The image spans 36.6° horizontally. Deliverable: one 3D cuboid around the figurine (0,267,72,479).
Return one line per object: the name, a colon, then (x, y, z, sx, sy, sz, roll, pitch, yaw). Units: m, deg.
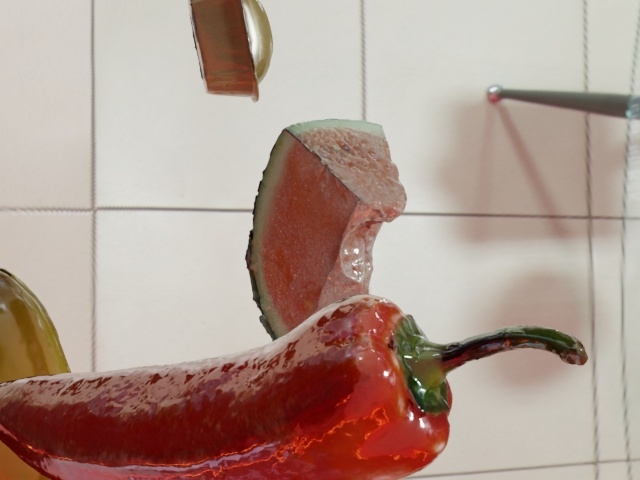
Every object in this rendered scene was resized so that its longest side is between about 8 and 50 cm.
figurine: (-0.297, 0.232, 0.643, 0.401, 0.268, 0.387, -26, 91, -6)

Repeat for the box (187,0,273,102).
box: (-0.117, -0.269, 1.292, 0.111, 0.111, 0.177, -14, 97, -19)

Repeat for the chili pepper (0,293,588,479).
chili pepper: (-0.033, 0.063, 0.359, 0.063, 0.272, 0.071, 63, 32, -25)

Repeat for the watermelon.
watermelon: (0.000, 0.000, 1.143, 0.148, 0.226, 0.318, 13, 84, -25)
